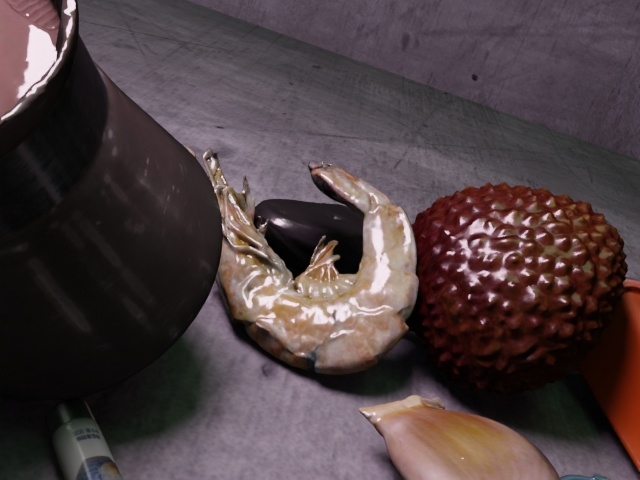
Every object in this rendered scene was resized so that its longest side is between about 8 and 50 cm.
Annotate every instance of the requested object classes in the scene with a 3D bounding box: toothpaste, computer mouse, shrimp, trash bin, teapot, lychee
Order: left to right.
[{"bbox_3d":[-0.278,-0.027,0.545,0.306,0.361,0.376,33,68,22],"label":"teapot"},{"bbox_3d":[-0.164,0.219,0.535,0.062,0.039,0.239,5,31,-42],"label":"toothpaste"},{"bbox_3d":[-0.028,0.000,0.844,0.360,0.247,0.085,48,-6,22],"label":"shrimp"},{"bbox_3d":[0.000,0.000,1.019,0.138,0.086,0.270,32,19,34],"label":"computer mouse"},{"bbox_3d":[0.232,0.060,0.871,0.276,0.304,0.275,43,32,-35],"label":"lychee"},{"bbox_3d":[0.429,0.187,0.886,0.161,0.184,0.238,13,38,-13],"label":"trash bin"}]

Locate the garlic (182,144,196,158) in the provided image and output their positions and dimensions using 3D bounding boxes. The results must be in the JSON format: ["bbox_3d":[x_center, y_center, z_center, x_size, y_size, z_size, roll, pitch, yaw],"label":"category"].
[{"bbox_3d":[-0.282,-0.052,0.881,0.279,0.132,0.325,13,21,1],"label":"garlic"}]

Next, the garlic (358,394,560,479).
[{"bbox_3d":[0.148,0.227,0.601,0.149,0.128,0.266,-12,6,-12],"label":"garlic"}]

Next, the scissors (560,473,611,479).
[{"bbox_3d":[0.386,0.306,0.747,0.289,0.041,0.138,4,31,-23],"label":"scissors"}]
